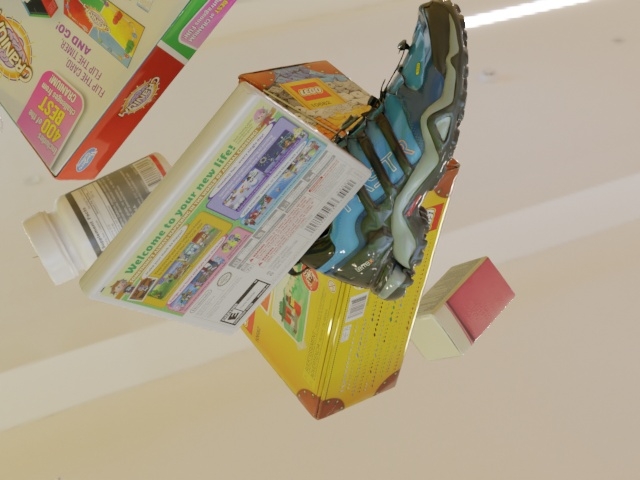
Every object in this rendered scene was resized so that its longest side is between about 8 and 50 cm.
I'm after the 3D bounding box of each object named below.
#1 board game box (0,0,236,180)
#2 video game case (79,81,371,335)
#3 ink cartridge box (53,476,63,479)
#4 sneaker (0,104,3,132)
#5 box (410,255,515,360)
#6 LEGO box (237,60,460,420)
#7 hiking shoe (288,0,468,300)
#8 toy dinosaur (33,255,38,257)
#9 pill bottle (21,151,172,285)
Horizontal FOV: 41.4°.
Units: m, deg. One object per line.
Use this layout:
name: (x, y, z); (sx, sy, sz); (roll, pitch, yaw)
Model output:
board game box: (-0.240, -0.258, 0.899); (0.242, 0.316, 0.064); (51, -158, 15)
video game case: (-0.073, -0.015, 0.731); (0.212, 0.193, 0.023); (-49, -123, 10)
ink cartridge box: (-0.518, 0.576, 1.421); (0.270, 0.197, 0.198); (-30, -170, 4)
sneaker: (-0.685, -0.272, 1.739); (0.083, 0.190, 0.071); (3, -112, 6)
box: (0.325, 0.163, 2.018); (0.232, 0.126, 0.149); (-42, -171, -30)
LEGO box: (0.000, 0.000, 1.490); (0.193, 0.500, 0.372); (-16, -135, -32)
hiking shoe: (0.060, -0.092, 0.832); (0.132, 0.303, 0.113); (14, -170, -1)
toy dinosaur: (-0.681, -0.002, 2.154); (0.093, 0.053, 0.183); (-20, -144, -1)
pill bottle: (-0.396, -0.038, 1.589); (0.283, 0.161, 0.161); (-28, -143, -15)
